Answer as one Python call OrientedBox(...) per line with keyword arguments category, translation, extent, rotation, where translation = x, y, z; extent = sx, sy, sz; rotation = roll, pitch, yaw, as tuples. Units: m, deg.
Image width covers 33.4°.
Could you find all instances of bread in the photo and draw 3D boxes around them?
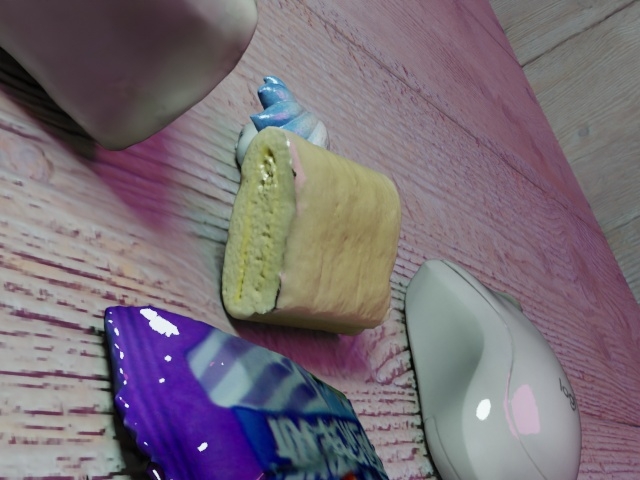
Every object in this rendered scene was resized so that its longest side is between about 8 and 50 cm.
OrientedBox(category="bread", translation=(0.000, 0.001, 0.789), extent=(0.178, 0.060, 0.140), rotation=(13, 85, -61))

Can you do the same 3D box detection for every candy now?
OrientedBox(category="candy", translation=(-0.152, -0.251, 0.703), extent=(0.208, 0.145, 0.359), rotation=(44, 25, -37))
OrientedBox(category="candy", translation=(-0.022, 0.124, 0.634), extent=(0.275, 0.070, 0.145), rotation=(30, 28, -50))

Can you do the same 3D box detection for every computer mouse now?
OrientedBox(category="computer mouse", translation=(0.166, 0.129, 0.991), extent=(0.184, 0.121, 0.297), rotation=(49, 25, -26))

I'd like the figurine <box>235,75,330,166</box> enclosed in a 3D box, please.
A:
OrientedBox(category="figurine", translation=(-0.033, -0.067, 0.849), extent=(0.114, 0.079, 0.114), rotation=(5, 90, -85))
